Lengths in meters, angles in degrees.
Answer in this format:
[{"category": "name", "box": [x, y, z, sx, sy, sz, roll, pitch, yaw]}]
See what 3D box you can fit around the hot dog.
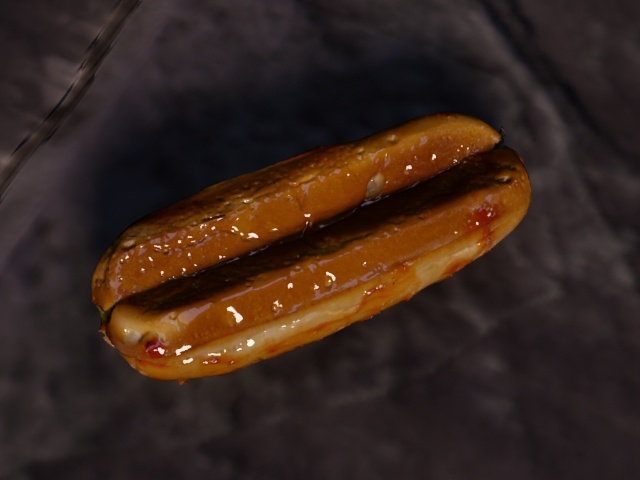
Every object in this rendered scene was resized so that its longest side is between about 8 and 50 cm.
[{"category": "hot dog", "box": [0.000, 0.001, 0.527, 0.144, 0.038, 0.062, -22, 55, -16]}]
